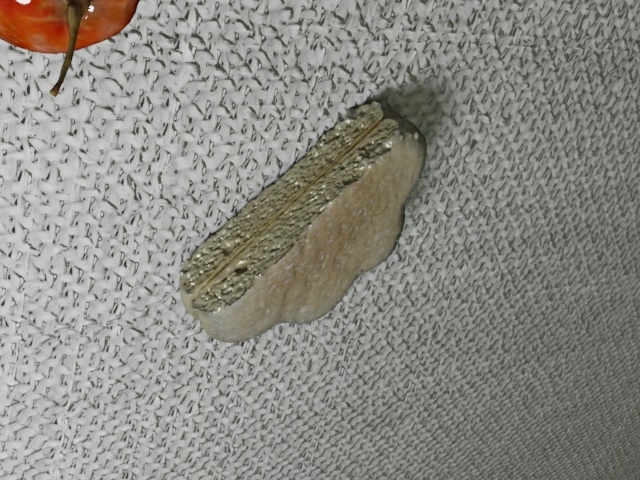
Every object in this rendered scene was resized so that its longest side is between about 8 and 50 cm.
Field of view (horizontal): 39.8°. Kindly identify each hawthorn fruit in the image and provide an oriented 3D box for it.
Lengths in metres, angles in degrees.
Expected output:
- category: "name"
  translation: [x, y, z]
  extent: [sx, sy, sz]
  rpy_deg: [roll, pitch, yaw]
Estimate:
- category: "hawthorn fruit"
  translation: [-0.188, -0.199, 0.636]
  extent: [0.163, 0.203, 0.162]
  rpy_deg: [-25, 140, -22]

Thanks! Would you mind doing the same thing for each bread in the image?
- category: "bread"
  translation: [-0.004, -0.004, 1.045]
  extent: [0.337, 0.102, 0.183]
  rpy_deg: [-42, 144, -1]
